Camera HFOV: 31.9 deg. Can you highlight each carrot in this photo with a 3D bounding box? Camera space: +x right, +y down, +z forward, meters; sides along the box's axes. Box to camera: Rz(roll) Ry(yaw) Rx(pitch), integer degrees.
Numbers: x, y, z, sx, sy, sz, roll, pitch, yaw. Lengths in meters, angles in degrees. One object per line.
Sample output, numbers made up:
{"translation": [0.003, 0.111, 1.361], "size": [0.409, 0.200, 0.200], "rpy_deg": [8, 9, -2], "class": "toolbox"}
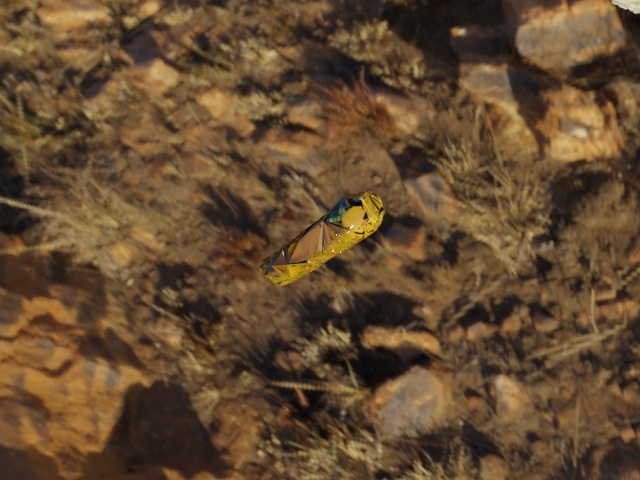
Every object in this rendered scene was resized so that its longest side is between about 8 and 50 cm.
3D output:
{"translation": [0.001, 0.001, 1.657], "size": [0.228, 0.069, 0.069], "rpy_deg": [-35, 53, 37], "class": "carrot"}

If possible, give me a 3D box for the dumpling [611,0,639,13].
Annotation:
{"translation": [0.393, -0.379, 1.420], "size": [0.332, 0.086, 0.166], "rpy_deg": [-6, 65, -26], "class": "dumpling"}
